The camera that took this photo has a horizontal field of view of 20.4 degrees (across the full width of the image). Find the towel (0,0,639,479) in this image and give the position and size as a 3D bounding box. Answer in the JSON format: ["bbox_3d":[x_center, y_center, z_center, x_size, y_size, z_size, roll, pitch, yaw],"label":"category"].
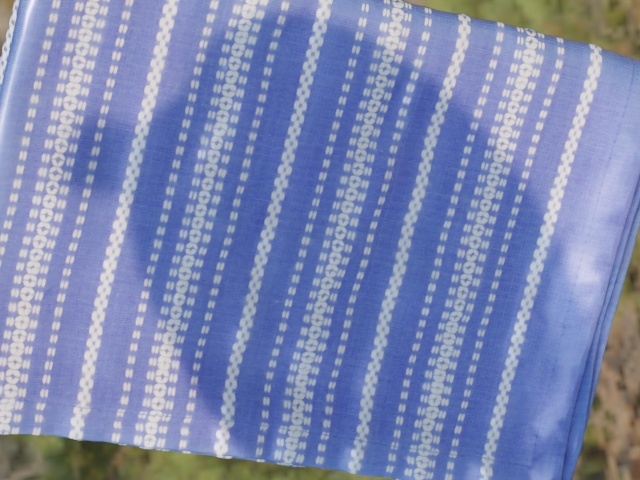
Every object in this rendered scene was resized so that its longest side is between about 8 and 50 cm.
[{"bbox_3d":[0.000,0.000,0.862,0.040,0.336,0.243,-141,63,-66],"label":"towel"}]
